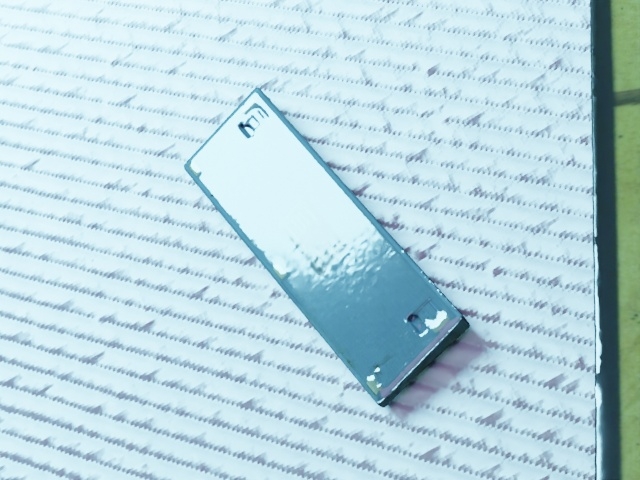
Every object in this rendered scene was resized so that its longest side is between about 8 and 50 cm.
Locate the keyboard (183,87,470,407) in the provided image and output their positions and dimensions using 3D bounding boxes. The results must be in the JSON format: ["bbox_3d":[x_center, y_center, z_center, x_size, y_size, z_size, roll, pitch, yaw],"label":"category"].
[{"bbox_3d":[-0.001,0.000,0.864,0.055,0.014,0.176,-45,54,5],"label":"keyboard"}]

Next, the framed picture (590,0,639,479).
[{"bbox_3d":[0.221,-0.014,0.659,0.255,0.014,0.339,-7,46,16],"label":"framed picture"}]
